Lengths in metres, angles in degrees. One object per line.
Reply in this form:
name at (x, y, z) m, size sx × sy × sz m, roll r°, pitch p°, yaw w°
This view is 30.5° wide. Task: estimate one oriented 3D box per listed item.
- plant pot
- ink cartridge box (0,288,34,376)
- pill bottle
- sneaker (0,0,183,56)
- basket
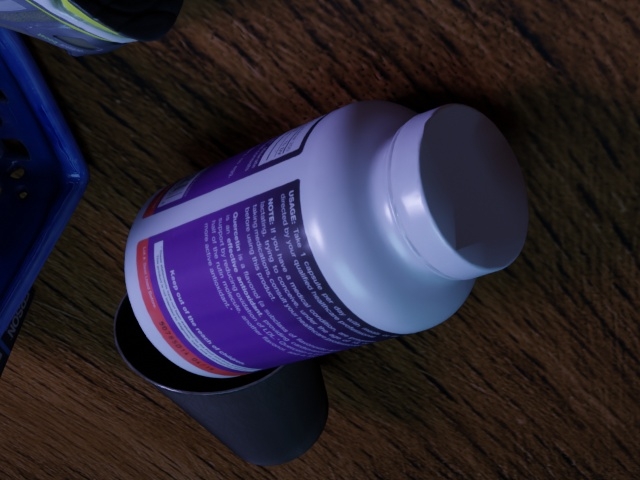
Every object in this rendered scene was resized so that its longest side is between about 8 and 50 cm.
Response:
plant pot at (-0.364, -0.054, 0.988) m, size 0.212 × 0.236 × 0.236 m, roll 12°, pitch 149°, yaw 20°
ink cartridge box at (-0.391, 0.069, 1.244) m, size 0.065 × 0.165 × 0.333 m, roll 6°, pitch 148°, yaw 15°
pill bottle at (0.000, 0.000, 0.939) m, size 0.323 × 0.181 × 0.181 m, roll -18°, pitch 135°, yaw 43°
sneaker at (-0.246, -0.212, 0.798) m, size 0.300 × 0.111 × 0.121 m, roll 34°, pitch 149°, yaw -22°
basket at (-0.078, 0.136, 1.227) m, size 0.204 × 0.154 × 0.227 m, roll 5°, pitch 150°, yaw 21°
